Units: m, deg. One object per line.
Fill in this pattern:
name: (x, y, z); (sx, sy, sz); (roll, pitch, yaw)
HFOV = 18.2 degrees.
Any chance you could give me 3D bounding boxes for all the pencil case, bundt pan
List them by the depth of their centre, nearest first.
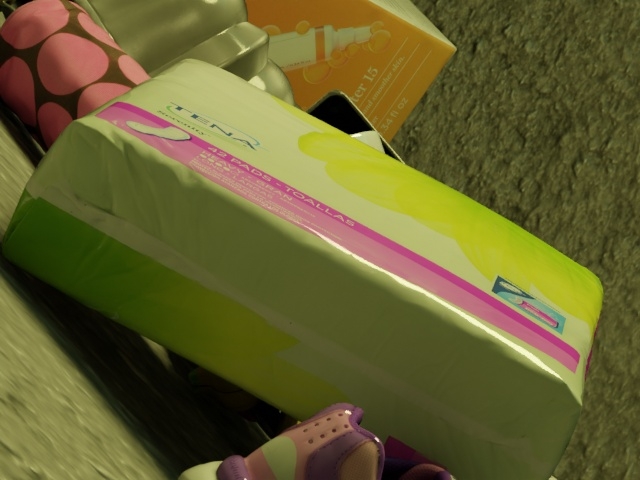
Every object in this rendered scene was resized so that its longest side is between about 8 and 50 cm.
pencil case: (-0.144, -0.066, 1.335); (0.095, 0.098, 0.209); (-13, 50, -34)
bundt pan: (-0.112, -0.136, 1.606); (0.331, 0.124, 0.331); (58, -9, 14)

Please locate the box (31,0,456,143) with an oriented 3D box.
box: (-0.078, -0.205, 1.960); (0.345, 0.215, 0.168); (24, 19, -36)

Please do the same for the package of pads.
package of pads: (0.005, 0.015, 1.078); (0.296, 0.101, 0.229); (29, 17, 3)

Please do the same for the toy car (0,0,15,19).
toy car: (-0.245, -0.222, 1.462); (0.188, 0.149, 0.155); (61, -12, -27)

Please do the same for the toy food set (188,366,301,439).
toy food set: (-0.052, 0.071, 1.258); (0.218, 0.071, 0.128); (-108, -179, -78)

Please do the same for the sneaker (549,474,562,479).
sneaker: (0.093, 0.184, 1.274); (0.210, 0.137, 0.366); (50, -2, 38)

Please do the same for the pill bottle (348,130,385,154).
pill bottle: (0.028, 0.029, 1.264); (0.103, 0.103, 0.184); (14, 59, -85)

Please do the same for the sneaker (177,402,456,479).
sneaker: (0.039, 0.163, 0.956); (0.236, 0.104, 0.095); (49, 1, -33)

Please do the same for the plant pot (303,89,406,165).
plant pot: (0.000, 0.000, 1.882); (0.187, 0.188, 0.167); (49, -9, 5)

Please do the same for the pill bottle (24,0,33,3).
pill bottle: (-0.264, -0.307, 2.067); (0.146, 0.146, 0.264); (51, 3, 33)
